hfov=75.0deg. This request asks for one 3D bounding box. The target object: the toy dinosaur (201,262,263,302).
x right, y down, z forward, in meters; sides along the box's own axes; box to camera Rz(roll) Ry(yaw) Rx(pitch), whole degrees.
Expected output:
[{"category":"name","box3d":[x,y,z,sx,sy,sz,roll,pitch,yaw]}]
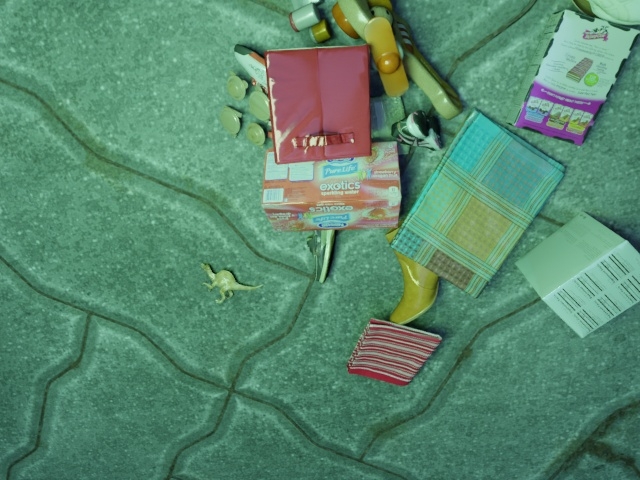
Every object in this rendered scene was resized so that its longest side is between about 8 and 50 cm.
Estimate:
[{"category":"toy dinosaur","box3d":[-0.262,0.128,1.168,0.183,0.053,0.093,24,111,-4]}]

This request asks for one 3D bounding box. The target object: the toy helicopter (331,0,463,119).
[{"category":"toy helicopter","box3d":[0.169,-0.368,0.830,0.355,0.235,0.140,38,130,-22]}]

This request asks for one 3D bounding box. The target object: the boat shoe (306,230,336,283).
[{"category":"boat shoe","box3d":[0.000,0.000,1.079,0.073,0.080,0.224,10,108,7]}]

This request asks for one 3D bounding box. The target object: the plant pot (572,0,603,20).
[{"category":"plant pot","box3d":[0.592,-0.554,0.811,0.236,0.032,0.236,2,113,6]}]

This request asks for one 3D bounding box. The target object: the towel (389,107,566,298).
[{"category":"towel","box3d":[0.366,-0.078,0.977,0.271,0.040,0.370,30,97,-7]}]

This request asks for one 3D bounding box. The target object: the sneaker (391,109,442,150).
[{"category":"sneaker","box3d":[0.212,-0.239,0.922,0.077,0.178,0.072,-8,79,34]}]

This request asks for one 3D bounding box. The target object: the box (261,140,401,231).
[{"category":"box","box3d":[0.028,-0.119,0.958,0.299,0.154,0.142,-3,156,6]}]

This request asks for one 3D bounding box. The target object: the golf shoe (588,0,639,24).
[{"category":"golf shoe","box3d":[0.543,-0.479,0.755,0.306,0.140,0.115,19,112,-3]}]

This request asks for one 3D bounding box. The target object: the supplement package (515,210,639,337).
[{"category":"supplement package","box3d":[0.615,0.075,0.980,0.149,0.194,0.203,42,111,-11]}]

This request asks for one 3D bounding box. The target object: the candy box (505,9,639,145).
[{"category":"candy box","box3d":[0.523,-0.339,0.885,0.159,0.071,0.234,16,114,-1]}]

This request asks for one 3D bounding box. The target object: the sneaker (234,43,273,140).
[{"category":"sneaker","box3d":[-0.104,-0.311,0.950,0.270,0.090,0.145,32,109,-10]}]

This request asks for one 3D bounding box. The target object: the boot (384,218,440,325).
[{"category":"boot","box3d":[0.232,0.064,1.076,0.211,0.104,0.295,45,105,-7]}]

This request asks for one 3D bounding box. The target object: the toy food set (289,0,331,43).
[{"category":"toy food set","box3d":[-0.068,-0.514,0.855,0.104,0.111,0.232,-13,112,24]}]

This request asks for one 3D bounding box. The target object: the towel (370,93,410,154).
[{"category":"towel","box3d":[0.150,-0.266,0.977,0.110,0.027,0.148,-11,111,9]}]

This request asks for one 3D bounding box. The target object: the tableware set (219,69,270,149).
[{"category":"tableware set","box3d":[-0.171,-0.293,0.958,0.141,0.020,0.169,38,139,11]}]

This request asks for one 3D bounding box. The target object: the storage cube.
[{"category":"storage cube","box3d":[-0.009,-0.267,0.810,0.183,0.215,0.193,-6,112,-5]}]

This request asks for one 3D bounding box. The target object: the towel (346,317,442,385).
[{"category":"towel","box3d":[0.195,0.320,1.162,0.198,0.031,0.275,14,136,-1]}]
